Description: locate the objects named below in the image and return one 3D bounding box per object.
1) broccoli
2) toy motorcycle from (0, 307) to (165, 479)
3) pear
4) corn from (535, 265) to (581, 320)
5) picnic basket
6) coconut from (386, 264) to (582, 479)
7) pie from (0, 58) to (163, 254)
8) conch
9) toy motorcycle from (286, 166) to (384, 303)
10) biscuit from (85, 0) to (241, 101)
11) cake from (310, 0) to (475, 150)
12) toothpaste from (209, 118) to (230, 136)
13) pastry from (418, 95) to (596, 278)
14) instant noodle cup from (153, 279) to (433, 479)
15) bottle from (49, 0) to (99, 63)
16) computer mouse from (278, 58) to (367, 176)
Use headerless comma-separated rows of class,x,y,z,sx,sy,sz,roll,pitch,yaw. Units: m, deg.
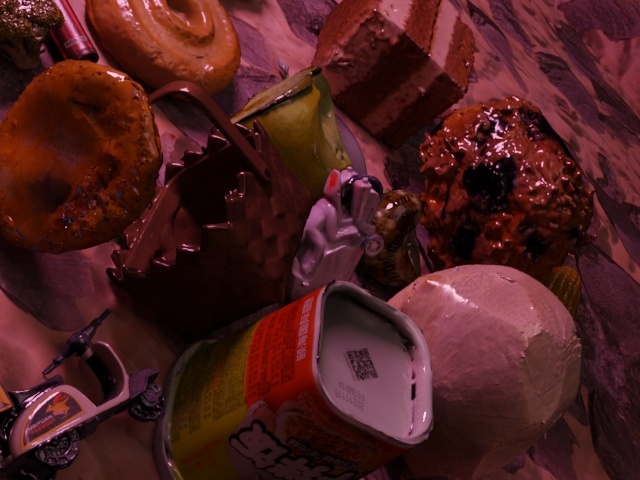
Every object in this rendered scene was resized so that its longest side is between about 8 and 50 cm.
broccoli,-0.442,-0.315,1.308,0.131,0.130,0.120,-114,-165,-59
toy motorcycle,-0.307,0.193,1.084,0.263,0.091,0.157,-26,78,-50
pear,-0.036,-0.147,1.524,0.292,0.159,0.292,-15,90,-73
corn,0.493,0.168,1.938,0.131,0.131,0.344,49,36,-8
picnic basket,-0.184,-0.053,1.264,0.321,0.254,0.291,51,32,-27
coconut,0.241,0.207,1.459,0.360,0.346,0.346,-10,70,-58
pie,-0.325,-0.105,1.156,0.273,0.273,0.069,65,16,13
conch,0.133,-0.008,1.670,0.187,0.124,0.181,53,44,-58
toy motorcycle,0.000,0.000,1.455,0.171,0.260,0.110,16,17,-38
biscuit,-0.263,-0.381,1.559,0.296,0.102,0.296,27,43,-29
cake,0.155,-0.396,1.900,0.290,0.255,0.282,34,43,-19
toothpaste,-0.132,-0.077,1.513,0.096,0.061,0.266,4,66,-49
pastry,0.362,-0.085,1.748,0.292,0.337,0.405,2,84,-51
instant noodle cup,-0.025,0.217,1.189,0.294,0.308,0.294,28,44,-31
bottle,-0.412,-0.346,1.406,0.060,0.060,0.164,-21,79,-52
computer mouse,0.002,-0.208,1.724,0.167,0.090,0.379,-3,63,-49
